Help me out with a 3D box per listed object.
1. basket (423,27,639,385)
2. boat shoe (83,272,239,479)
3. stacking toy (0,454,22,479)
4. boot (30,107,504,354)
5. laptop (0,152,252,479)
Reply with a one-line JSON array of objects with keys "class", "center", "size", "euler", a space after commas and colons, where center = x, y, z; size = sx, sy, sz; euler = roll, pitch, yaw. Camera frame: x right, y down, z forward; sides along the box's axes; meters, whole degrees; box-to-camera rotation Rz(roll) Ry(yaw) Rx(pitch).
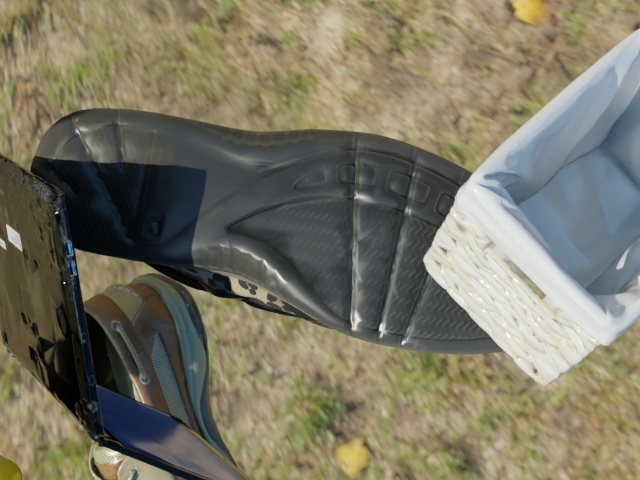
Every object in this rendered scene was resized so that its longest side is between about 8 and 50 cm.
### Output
[{"class": "basket", "center": [0.149, -0.016, 0.922], "size": [0.113, 0.103, 0.167], "euler": [46, 59, 7]}, {"class": "boat shoe", "center": [-0.159, 0.196, 1.561], "size": [0.120, 0.122, 0.324], "euler": [-10, 83, -45]}, {"class": "stacking toy", "center": [-0.244, 0.153, 0.979], "size": [0.166, 0.175, 0.302], "euler": [-42, 93, -12]}, {"class": "boot", "center": [0.000, 0.000, 1.274], "size": [0.377, 0.284, 0.138], "euler": [10, 87, 11]}, {"class": "laptop", "center": [-0.142, 0.059, 1.223], "size": [0.137, 0.234, 0.264], "euler": [-14, 107, -23]}]
